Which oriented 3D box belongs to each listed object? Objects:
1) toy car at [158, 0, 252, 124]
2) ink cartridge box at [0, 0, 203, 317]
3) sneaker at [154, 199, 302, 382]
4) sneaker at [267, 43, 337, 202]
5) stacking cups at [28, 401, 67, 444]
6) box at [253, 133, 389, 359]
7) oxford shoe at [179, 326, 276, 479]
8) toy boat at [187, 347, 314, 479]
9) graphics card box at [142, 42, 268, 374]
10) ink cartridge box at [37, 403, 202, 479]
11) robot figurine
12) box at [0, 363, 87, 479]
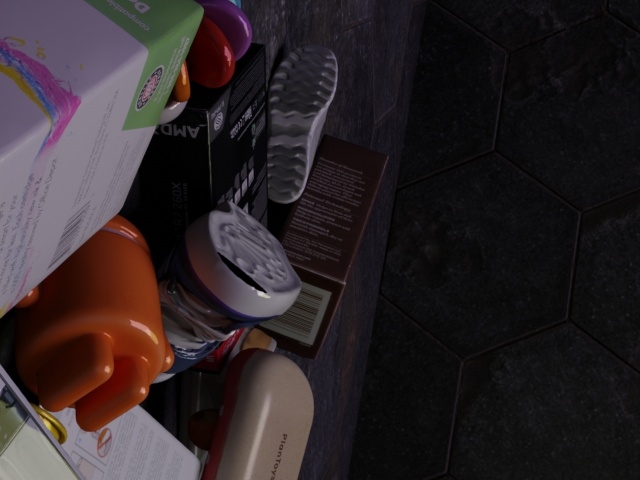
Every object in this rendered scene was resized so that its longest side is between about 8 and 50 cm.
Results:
[{"bbox_3d":[-0.142,-0.217,1.106,0.159,0.136,0.182,85,17,-46],"label":"toy car"},{"bbox_3d":[-0.230,-0.023,0.597,0.353,0.119,0.207,-52,176,-48],"label":"ink cartridge box"},{"bbox_3d":[-0.144,0.086,1.089,0.236,0.130,0.323,-48,-171,6],"label":"sneaker"},{"bbox_3d":[-0.047,-0.192,1.739,0.115,0.105,0.281,115,-8,-79],"label":"sneaker"},{"bbox_3d":[-0.299,0.276,0.806,0.096,0.096,0.316,80,24,-56],"label":"stacking cups"},{"bbox_3d":[0.000,0.000,1.826,0.381,0.143,0.191,-66,176,-51],"label":"box"},{"bbox_3d":[-0.130,0.317,1.538,0.169,0.130,0.449,-63,159,-64],"label":"oxford shoe"},{"bbox_3d":[-0.109,0.251,1.355,0.151,0.151,0.231,27,76,-54],"label":"toy boat"},{"bbox_3d":[-0.139,-0.046,1.341,0.233,0.094,0.371,-63,159,-56],"label":"graphics card box"},{"bbox_3d":[-0.258,0.314,1.075,0.385,0.091,0.308,62,37,-57],"label":"ink cartridge box"},{"bbox_3d":[-0.204,0.060,0.922,0.219,0.158,0.128,-107,-152,-44],"label":"robot figurine"},{"bbox_3d":[-0.247,0.211,0.725,0.169,0.087,0.290,-58,134,-43],"label":"box"}]
